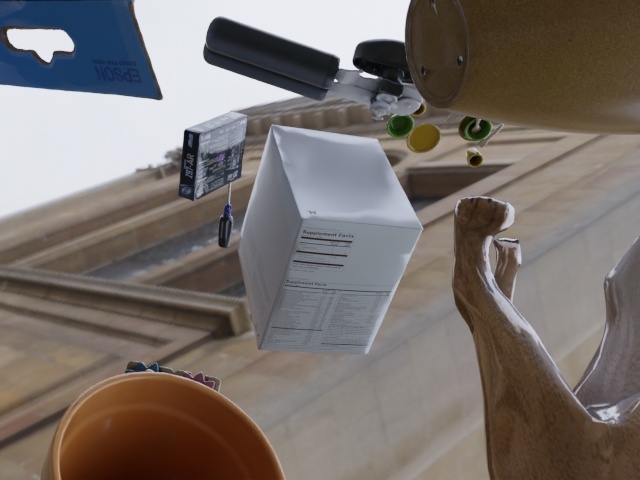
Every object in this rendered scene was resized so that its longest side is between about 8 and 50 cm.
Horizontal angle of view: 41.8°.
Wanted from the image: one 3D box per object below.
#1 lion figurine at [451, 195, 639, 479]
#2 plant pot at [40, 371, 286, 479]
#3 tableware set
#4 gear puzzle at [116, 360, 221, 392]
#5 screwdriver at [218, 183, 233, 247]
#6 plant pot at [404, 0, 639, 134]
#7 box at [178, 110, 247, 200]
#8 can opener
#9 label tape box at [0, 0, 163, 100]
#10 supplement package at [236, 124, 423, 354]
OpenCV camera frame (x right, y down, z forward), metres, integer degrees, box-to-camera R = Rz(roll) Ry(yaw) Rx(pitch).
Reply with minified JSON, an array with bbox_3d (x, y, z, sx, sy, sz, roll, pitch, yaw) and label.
[{"bbox_3d":[0.167,0.094,0.342,0.392,0.142,0.240,170,-73,-72],"label":"lion figurine"},{"bbox_3d":[-0.211,0.334,1.015,0.291,0.291,0.203,48,-55,20],"label":"plant pot"},{"bbox_3d":[0.166,-0.146,1.115,0.104,0.154,0.024,-46,-145,26],"label":"tableware set"},{"bbox_3d":[-0.277,0.364,1.329,0.044,0.176,0.338,101,1,-75],"label":"gear puzzle"},{"bbox_3d":[-0.140,-0.069,1.296,0.025,0.024,0.169,37,-57,52],"label":"screwdriver"},{"bbox_3d":[0.220,-0.200,0.807,0.237,0.254,0.237,167,-90,-70],"label":"plant pot"},{"bbox_3d":[-0.100,-0.081,0.792,0.018,0.083,0.067,20,-61,20],"label":"box"},{"bbox_3d":[-0.002,-0.216,1.027,0.074,0.280,0.093,130,-28,-70],"label":"can opener"},{"bbox_3d":[-0.210,-0.276,0.574,0.241,0.106,0.333,12,-48,36],"label":"label tape box"},{"bbox_3d":[0.000,0.000,1.033,0.194,0.149,0.203,-109,-149,-48],"label":"supplement package"}]
